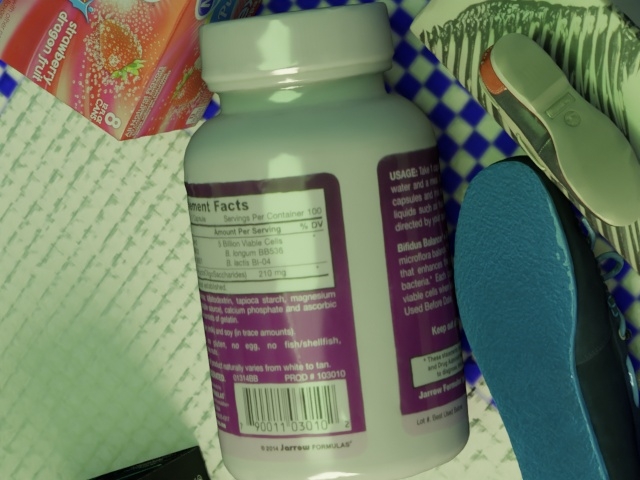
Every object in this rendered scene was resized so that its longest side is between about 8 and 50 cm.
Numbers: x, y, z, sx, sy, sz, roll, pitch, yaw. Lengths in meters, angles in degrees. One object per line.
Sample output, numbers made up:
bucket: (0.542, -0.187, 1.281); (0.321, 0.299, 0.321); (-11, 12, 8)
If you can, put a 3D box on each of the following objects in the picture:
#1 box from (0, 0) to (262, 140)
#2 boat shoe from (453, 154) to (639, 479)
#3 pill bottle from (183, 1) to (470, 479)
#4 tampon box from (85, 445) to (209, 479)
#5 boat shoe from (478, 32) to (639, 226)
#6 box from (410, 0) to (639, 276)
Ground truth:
box: (-0.102, -0.209, 1.291); (0.128, 0.122, 0.257); (35, 110, 14)
boat shoe: (0.152, 0.068, 1.248); (0.109, 0.089, 0.258); (-2, 103, 37)
pill bottle: (0.000, 0.000, 1.256); (0.169, 0.169, 0.301); (-4, 96, 24)
tampon box: (-0.155, 0.227, 1.363); (0.120, 0.161, 0.101); (-19, 91, 26)
boat shoe: (0.143, -0.063, 1.148); (0.137, 0.049, 0.043); (52, 157, 5)
box: (0.194, -0.077, 1.198); (0.275, 0.094, 0.113); (47, 114, 11)
